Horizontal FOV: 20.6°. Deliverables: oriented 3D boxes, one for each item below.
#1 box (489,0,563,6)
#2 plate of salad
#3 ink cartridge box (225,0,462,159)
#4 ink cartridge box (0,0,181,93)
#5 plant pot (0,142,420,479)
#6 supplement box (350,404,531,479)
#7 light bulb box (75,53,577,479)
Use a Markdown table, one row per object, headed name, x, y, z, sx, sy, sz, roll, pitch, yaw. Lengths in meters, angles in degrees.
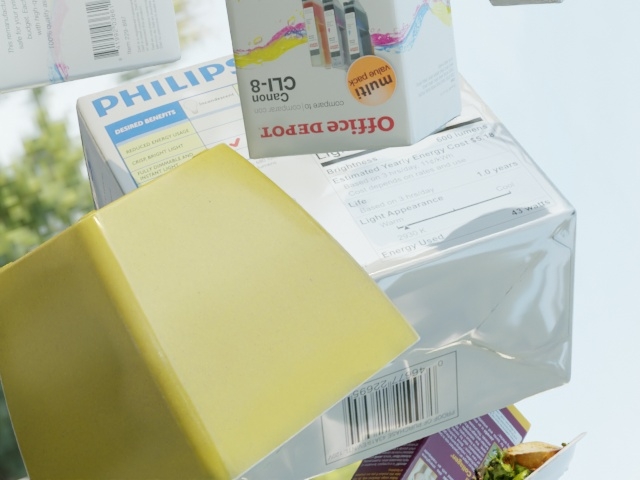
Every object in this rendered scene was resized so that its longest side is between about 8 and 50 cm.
| name | x | y | z | sx | sy | sz | roll | pitch | yaw |
| --- | --- | --- | --- | --- | --- | --- | --- | --- | --- |
| box | 0.171 | -0.259 | 1.459 | 0.101 | 0.087 | 0.102 | 52 | -20 | -23 |
| plate of salad | 0.116 | 0.198 | 1.321 | 0.048 | 0.200 | 0.200 | 51 | -17 | 9 |
| ink cartridge box | 0.016 | -0.155 | 1.239 | 0.127 | 0.128 | 0.176 | -37 | 120 | -65 |
| ink cartridge box | -0.236 | -0.203 | 1.422 | 0.093 | 0.212 | 0.154 | 11 | -68 | 61 |
| plant pot | -0.103 | 0.060 | 1.196 | 0.212 | 0.212 | 0.187 | -27 | -85 | 47 |
| supplement box | 0.109 | 0.217 | 1.688 | 0.104 | 0.188 | 0.080 | 48 | -32 | -23 |
| light bulb box | 0.000 | 0.000 | 1.649 | 0.361 | 0.357 | 0.225 | -123 | -159 | -45 |
